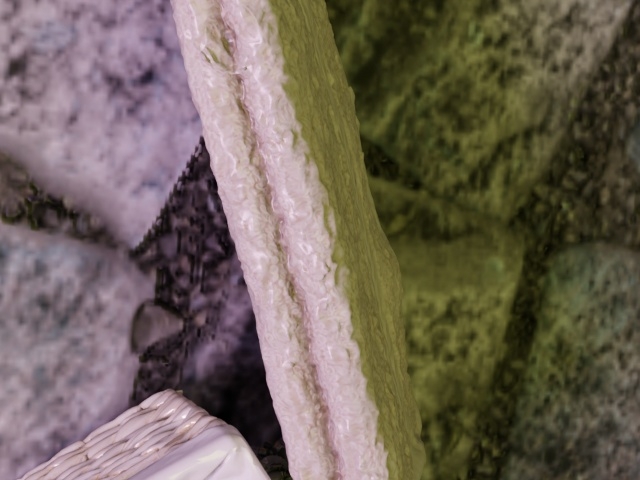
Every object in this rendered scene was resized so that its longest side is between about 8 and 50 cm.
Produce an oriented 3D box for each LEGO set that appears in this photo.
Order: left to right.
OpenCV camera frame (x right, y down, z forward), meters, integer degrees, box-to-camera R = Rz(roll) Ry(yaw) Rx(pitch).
[{"bbox_3d":[-0.033,0.118,0.715,0.083,0.023,0.054,18,86,-32],"label":"LEGO set"}]

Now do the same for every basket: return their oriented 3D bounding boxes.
[{"bbox_3d":[-0.060,0.163,0.650,0.113,0.103,0.167,-31,109,-14],"label":"basket"}]

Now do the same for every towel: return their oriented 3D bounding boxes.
[{"bbox_3d":[0.000,0.000,0.636,0.049,0.187,0.282,-12,105,7],"label":"towel"}]
